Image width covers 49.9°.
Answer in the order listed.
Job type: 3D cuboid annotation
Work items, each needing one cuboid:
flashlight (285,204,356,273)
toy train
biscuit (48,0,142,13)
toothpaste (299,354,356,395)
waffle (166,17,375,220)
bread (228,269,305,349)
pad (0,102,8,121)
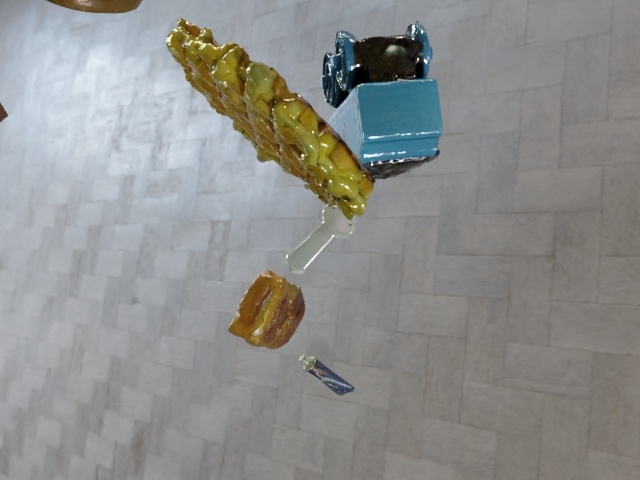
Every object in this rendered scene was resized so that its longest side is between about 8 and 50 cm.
[{"bbox_3d":[0.000,0.000,1.594,0.200,0.047,0.093,-45,76,7],"label":"flashlight"},{"bbox_3d":[0.106,-0.246,1.284,0.300,0.187,0.265,166,96,-81],"label":"toy train"},{"bbox_3d":[-0.582,-0.603,1.500,0.394,0.350,0.070,29,121,11],"label":"biscuit"},{"bbox_3d":[0.006,0.153,0.778,0.027,0.083,0.019,-27,36,35],"label":"toothpaste"},{"bbox_3d":[-0.056,-0.121,0.701,0.059,0.238,0.243,-52,45,-5],"label":"waffle"},{"bbox_3d":[-0.086,0.127,1.239,0.077,0.271,0.139,28,81,11],"label":"bread"},{"bbox_3d":[-0.647,-0.178,1.077,0.299,0.005,0.202,-36,76,4],"label":"pad"}]
